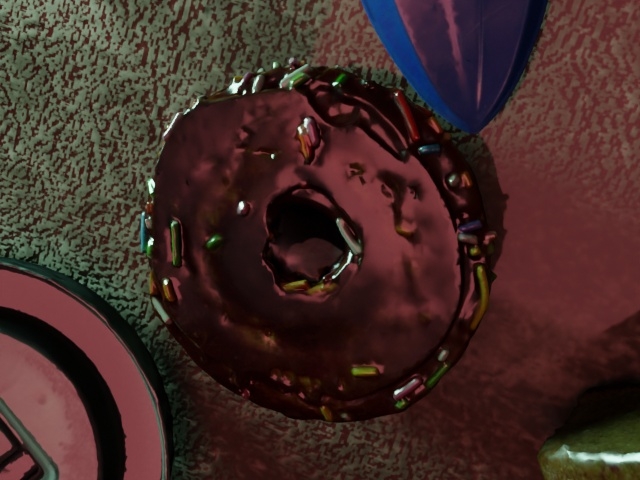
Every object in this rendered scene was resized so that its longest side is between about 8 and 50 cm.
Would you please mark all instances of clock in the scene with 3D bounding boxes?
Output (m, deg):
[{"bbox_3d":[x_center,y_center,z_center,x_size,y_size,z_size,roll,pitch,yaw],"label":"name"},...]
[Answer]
[{"bbox_3d":[-0.263,0.163,0.581,0.312,0.061,0.313,0,93,-1],"label":"clock"}]

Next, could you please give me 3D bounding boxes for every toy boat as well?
[{"bbox_3d":[0.066,-0.206,0.430,0.129,0.088,0.296,-8,94,4],"label":"toy boat"}]

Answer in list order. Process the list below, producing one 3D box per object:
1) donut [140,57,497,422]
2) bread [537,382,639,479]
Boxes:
[{"bbox_3d":[0.000,0.000,0.503,0.234,0.089,0.235,4,103,17],"label":"donut"},{"bbox_3d":[0.313,0.128,0.342,0.416,0.113,0.165,-23,94,48],"label":"bread"}]
